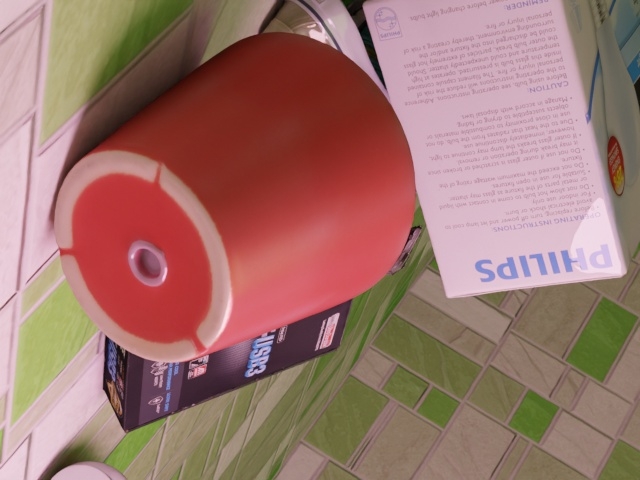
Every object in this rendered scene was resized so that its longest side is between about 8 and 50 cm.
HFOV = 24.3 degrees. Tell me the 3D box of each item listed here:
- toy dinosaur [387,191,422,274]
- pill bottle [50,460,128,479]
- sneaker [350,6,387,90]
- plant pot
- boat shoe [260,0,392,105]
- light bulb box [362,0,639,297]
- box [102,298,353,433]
[{"bbox_3d":[0.000,0.000,1.887,0.322,0.218,0.164,-56,171,-16],"label":"toy dinosaur"},{"bbox_3d":[-0.276,0.333,1.802,0.118,0.117,0.208,-56,170,-15],"label":"pill bottle"},{"bbox_3d":[0.050,-0.201,1.854,0.275,0.110,0.107,-52,168,-37],"label":"sneaker"},{"bbox_3d":[-0.087,-0.025,1.331,0.243,0.275,0.275,-33,154,-50],"label":"plant pot"},{"bbox_3d":[0.015,-0.161,1.659,0.094,0.109,0.302,-40,135,-9],"label":"boat shoe"},{"bbox_3d":[0.252,-0.177,1.736,0.358,0.225,0.361,-48,125,-56],"label":"light bulb box"},{"bbox_3d":[-0.098,0.082,1.684,0.293,0.073,0.295,-19,153,-20],"label":"box"}]
